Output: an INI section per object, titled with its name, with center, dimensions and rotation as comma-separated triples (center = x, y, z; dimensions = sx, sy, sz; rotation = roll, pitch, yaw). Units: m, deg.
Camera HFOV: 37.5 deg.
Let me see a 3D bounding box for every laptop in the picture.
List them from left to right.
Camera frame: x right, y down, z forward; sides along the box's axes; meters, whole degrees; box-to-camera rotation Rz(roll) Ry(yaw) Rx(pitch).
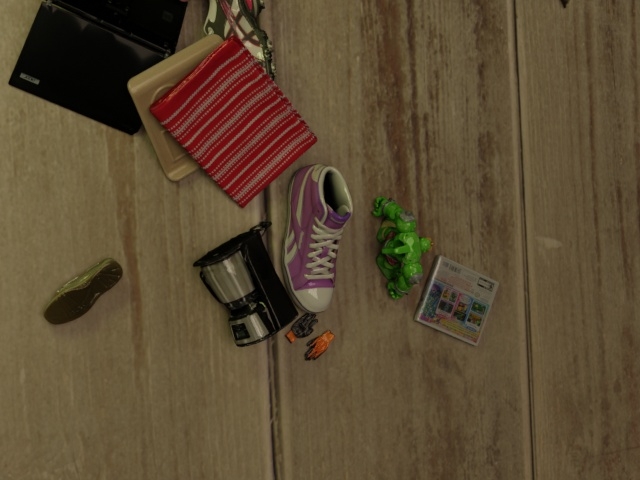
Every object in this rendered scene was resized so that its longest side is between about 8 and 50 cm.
[laptop]
center = -0.379, -0.361, 1.646
dimensions = 0.234, 0.136, 0.264
rotation = 22, 56, -23

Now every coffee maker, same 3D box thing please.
[coffee maker]
center = -0.116, 0.079, 1.704
dimensions = 0.171, 0.120, 0.178
rotation = -30, 102, -21

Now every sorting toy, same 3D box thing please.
[sorting toy]
center = -0.227, -0.235, 1.671
dimensions = 0.193, 0.038, 0.208
rotation = -35, 128, -20

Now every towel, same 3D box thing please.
[towel]
center = -0.147, -0.204, 1.666
dimensions = 0.199, 0.031, 0.275
rotation = -41, 126, 1

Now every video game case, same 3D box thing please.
[video game case]
center = 0.279, 0.124, 1.931
dimensions = 0.157, 0.019, 0.143
rotation = 24, 81, -23

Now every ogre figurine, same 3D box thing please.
[ogre figurine]
center = 0.154, 0.016, 1.822
dimensions = 0.097, 0.118, 0.197
rotation = 10, 87, -23

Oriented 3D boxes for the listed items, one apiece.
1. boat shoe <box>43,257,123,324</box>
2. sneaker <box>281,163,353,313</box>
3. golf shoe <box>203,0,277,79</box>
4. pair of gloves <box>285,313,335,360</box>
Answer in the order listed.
[boat shoe]
center = -0.410, 0.085, 1.623
dimensions = 0.153, 0.048, 0.056
rotation = -42, 118, -11
[sneaker]
center = -0.001, 0.000, 1.733
dimensions = 0.102, 0.161, 0.282
rotation = -5, 94, -25
[golf shoe]
center = -0.147, -0.363, 1.716
dimensions = 0.120, 0.105, 0.272
rotation = -12, 95, -1
[pair of gloves]
center = -0.020, 0.184, 1.806
dimensions = 0.074, 0.010, 0.083
rotation = -45, 104, -15
